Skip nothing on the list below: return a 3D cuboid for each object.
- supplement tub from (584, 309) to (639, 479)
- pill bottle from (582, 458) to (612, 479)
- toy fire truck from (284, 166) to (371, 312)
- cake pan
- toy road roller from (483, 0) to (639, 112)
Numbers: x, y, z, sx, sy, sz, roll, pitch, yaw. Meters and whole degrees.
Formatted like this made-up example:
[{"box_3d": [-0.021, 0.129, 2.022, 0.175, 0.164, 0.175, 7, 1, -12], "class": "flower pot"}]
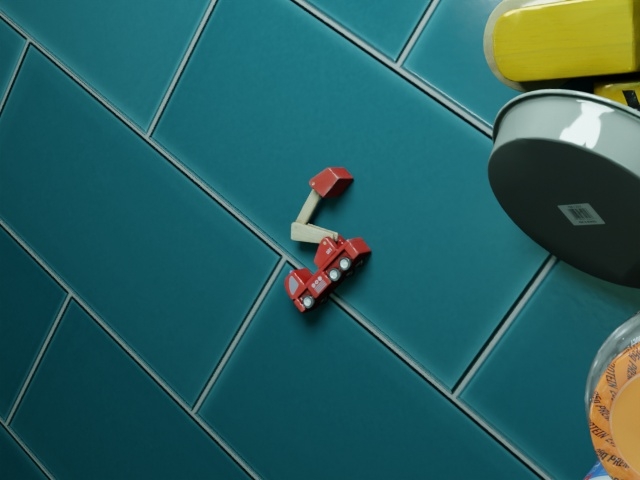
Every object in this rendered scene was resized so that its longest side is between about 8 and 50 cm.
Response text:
[{"box_3d": [0.397, 0.153, 0.890, 0.207, 0.338, 0.207, 2, 95, 30], "class": "supplement tub"}, {"box_3d": [0.351, 0.320, 0.998, 0.124, 0.221, 0.124, 2, 95, 30], "class": "pill bottle"}, {"box_3d": [0.000, 0.000, 1.277, 0.192, 0.047, 0.135, -47, 71, 25], "class": "toy fire truck"}, {"box_3d": [0.309, -0.045, 0.969, 0.293, 0.293, 0.054, 29, 70, 25], "class": "cake pan"}, {"box_3d": [0.362, -0.169, 0.970, 0.329, 0.202, 0.240, 3, 106, 28], "class": "toy road roller"}]
